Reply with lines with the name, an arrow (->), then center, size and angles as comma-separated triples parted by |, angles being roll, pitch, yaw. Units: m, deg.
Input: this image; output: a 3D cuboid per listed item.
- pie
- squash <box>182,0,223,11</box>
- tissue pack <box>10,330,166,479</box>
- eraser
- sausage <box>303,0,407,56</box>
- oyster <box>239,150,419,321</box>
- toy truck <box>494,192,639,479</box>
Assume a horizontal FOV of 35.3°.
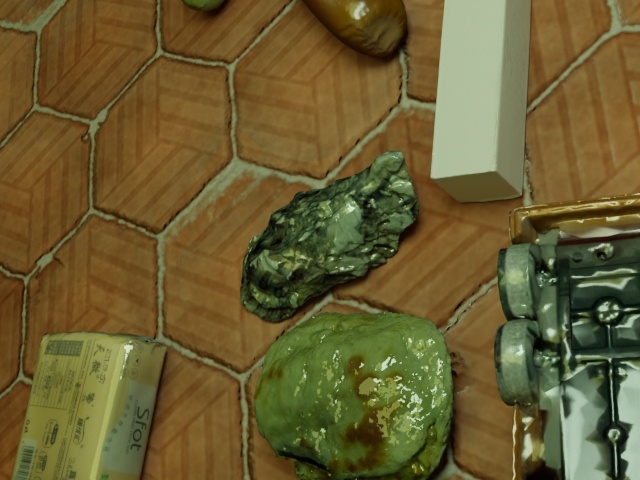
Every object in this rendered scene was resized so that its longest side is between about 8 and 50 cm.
pie -> 0.031, 0.170, 1.060 | 0.247, 0.090, 0.201 | -3, 74, 37
squash -> -0.153, -0.436, 1.423 | 0.083, 0.083, 0.250 | -7, 66, 32
tissue pack -> -0.292, 0.223, 1.258 | 0.186, 0.090, 0.222 | -3, 69, 36
eraser -> 0.180, -0.196, 1.105 | 0.076, 0.078, 0.298 | -6, 69, 32
sausage -> 0.014, -0.331, 1.253 | 0.105, 0.105, 0.274 | -42, 54, 14
oyster -> 0.002, 0.001, 1.164 | 0.252, 0.087, 0.199 | 2, 73, 47
toy truck -> 0.250, 0.169, 0.823 | 0.173, 0.207, 0.388 | -6, 61, 22
